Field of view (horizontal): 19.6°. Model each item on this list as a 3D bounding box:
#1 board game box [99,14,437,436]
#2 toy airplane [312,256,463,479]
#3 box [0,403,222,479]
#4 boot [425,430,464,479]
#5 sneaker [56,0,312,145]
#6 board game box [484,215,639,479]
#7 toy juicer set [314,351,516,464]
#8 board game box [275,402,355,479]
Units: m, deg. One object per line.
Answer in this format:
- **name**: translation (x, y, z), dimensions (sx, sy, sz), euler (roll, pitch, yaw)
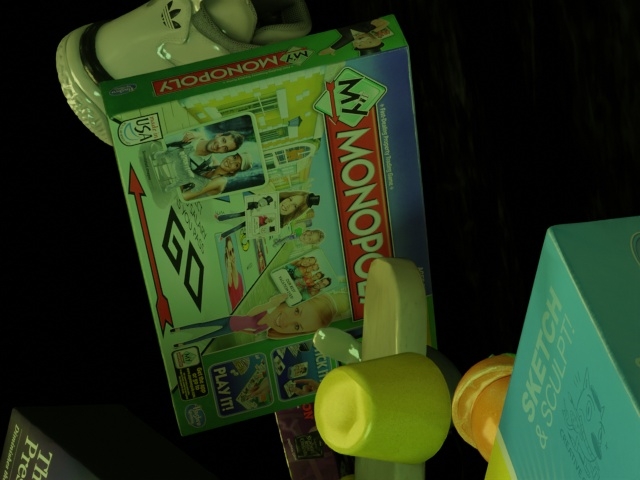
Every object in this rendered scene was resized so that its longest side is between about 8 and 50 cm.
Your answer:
- **board game box**: translation (-0.029, -0.003, 1.368), dimensions (0.046, 0.213, 0.317), euler (-110, 9, -49)
- **toy airplane**: translation (0.044, 0.262, 1.328), dimensions (0.386, 0.272, 0.384), euler (-54, 50, 32)
- **box**: translation (-0.156, 0.267, 1.276), dimensions (0.184, 0.103, 0.261), euler (27, 108, 44)
- **boot**: translation (0.088, 0.235, 1.513), dimensions (0.137, 0.077, 0.198), euler (-162, 57, -77)
- **sneaker**: translation (-0.063, -0.149, 1.758), dimensions (0.366, 0.210, 0.137), euler (20, -132, -55)
- **board game box**: translation (0.132, 0.184, 0.761), dimensions (0.242, 0.064, 0.316), euler (-110, 20, -45)
- **toy juicer set**: translation (0.102, 0.219, 1.057), dimensions (0.209, 0.089, 0.329), euler (-14, 77, 45)
- **board game box**: translation (0.023, 0.199, 1.718), dimensions (0.347, 0.056, 0.208), euler (34, -144, -77)
